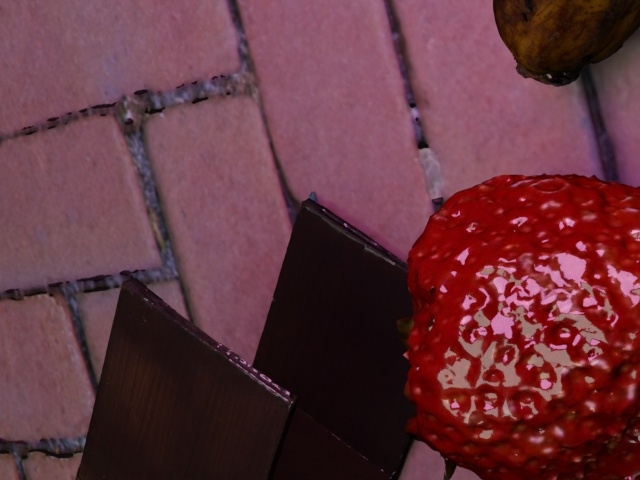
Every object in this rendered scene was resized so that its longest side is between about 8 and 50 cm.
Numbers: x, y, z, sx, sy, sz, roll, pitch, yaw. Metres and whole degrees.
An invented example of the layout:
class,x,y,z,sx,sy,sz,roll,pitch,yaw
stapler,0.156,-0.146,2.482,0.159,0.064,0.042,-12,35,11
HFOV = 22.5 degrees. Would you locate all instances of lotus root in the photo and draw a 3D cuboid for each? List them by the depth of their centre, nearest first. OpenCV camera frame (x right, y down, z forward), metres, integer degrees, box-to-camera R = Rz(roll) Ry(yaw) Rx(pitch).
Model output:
class,x,y,z,sx,sy,sz,roll,pitch,yaw
lotus root,0.187,-0.203,1.148,0.120,0.120,0.209,38,128,23

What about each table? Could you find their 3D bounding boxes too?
class,x,y,z,sx,sy,sz,roll,pitch,yaw
table,-0.055,0.150,1.379,0.196,0.250,0.282,35,127,25

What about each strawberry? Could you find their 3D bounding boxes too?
class,x,y,z,sx,sy,sz,roll,pitch,yaw
strawberry,0.199,0.057,1.162,0.277,0.257,0.257,-13,97,26

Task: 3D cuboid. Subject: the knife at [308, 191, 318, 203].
class,x,y,z,sx,sy,sz,roll,pitch,yaw
knife,0.000,0.000,1.445,0.014,0.005,0.091,-2,104,40
